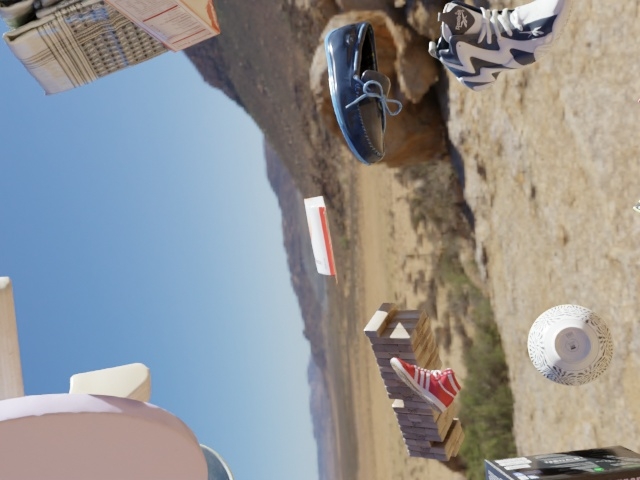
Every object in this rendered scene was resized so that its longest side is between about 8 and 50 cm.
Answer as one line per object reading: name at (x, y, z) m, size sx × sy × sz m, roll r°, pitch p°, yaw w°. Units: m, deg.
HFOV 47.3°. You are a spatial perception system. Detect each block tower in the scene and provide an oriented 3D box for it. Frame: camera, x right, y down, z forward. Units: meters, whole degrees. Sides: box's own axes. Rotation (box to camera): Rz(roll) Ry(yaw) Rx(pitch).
block tower at (0.189, 0.283, 1.421) m, size 0.091 × 0.097 × 0.335 m, roll -49°, pitch -54°, yaw -47°

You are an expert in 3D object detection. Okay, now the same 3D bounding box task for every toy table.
toy table at (-0.250, 0.175, 0.604) m, size 0.161 × 0.275 × 0.252 m, roll 44°, pitch 123°, yaw 56°

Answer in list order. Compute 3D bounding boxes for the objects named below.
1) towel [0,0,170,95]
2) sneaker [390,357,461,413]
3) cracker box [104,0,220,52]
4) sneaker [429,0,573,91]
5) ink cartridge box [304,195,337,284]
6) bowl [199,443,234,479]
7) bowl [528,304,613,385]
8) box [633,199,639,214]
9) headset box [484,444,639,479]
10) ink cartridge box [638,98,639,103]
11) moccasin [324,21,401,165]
towel at (-0.304, -0.327, 1.105) m, size 0.324 × 0.312 × 0.056 m, roll 133°, pitch 113°, yaw -78°
sneaker at (0.176, 0.220, 1.198) m, size 0.118 × 0.067 × 0.042 m, roll 42°, pitch 168°, yaw 17°
cracker box at (-0.196, -0.313, 0.747) m, size 0.232 × 0.067 × 0.155 m, roll 24°, pitch -130°, yaw -70°
sneaker at (0.271, -0.342, 1.172) m, size 0.235 × 0.153 × 0.094 m, roll -24°, pitch 51°, yaw 55°
ink cartridge box at (0.000, 0.000, 1.429) m, size 0.179 × 0.045 × 0.145 m, roll -87°, pitch -13°, yaw -77°
bowl at (-0.333, 0.659, 1.790) m, size 0.156 × 0.290 × 0.289 m, roll 81°, pitch -176°, yaw -56°
bowl at (0.513, 0.213, 1.490) m, size 0.080 × 0.170 × 0.170 m, roll 31°, pitch -126°, yaw -73°
box at (0.621, -0.118, 1.192) m, size 0.232 × 0.087 × 0.058 m, roll -54°, pitch 37°, yaw 9°
headset box at (0.407, 0.491, 1.157) m, size 0.131 × 0.247 × 0.282 m, roll 173°, pitch 94°, yaw -82°
ink cartridge box at (0.813, -0.318, 1.393) m, size 0.296 × 0.261 × 0.066 m, roll -59°, pitch 6°, yaw 20°
moccasin at (0.091, -0.332, 1.569) m, size 0.138 × 0.117 × 0.341 m, roll 19°, pitch -126°, yaw -59°
